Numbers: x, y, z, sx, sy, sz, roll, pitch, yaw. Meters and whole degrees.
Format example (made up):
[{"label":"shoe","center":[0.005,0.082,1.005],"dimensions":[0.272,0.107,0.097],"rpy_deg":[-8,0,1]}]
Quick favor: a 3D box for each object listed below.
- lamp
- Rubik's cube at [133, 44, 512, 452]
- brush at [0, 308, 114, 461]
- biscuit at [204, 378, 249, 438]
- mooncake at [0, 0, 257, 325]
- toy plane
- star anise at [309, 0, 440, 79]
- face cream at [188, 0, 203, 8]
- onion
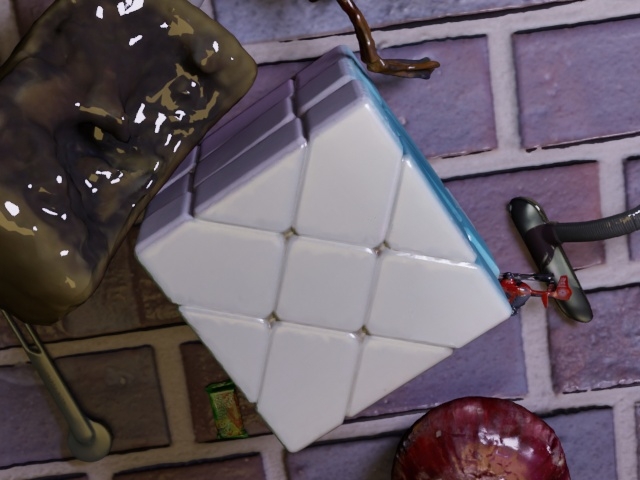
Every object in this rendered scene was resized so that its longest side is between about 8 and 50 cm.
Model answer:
[{"label":"lamp","center":[0.414,-0.002,1.708],"dimensions":[0.283,0.124,0.203],"rpy_deg":[-22,118,8]},{"label":"Rubik's cube","center":[0.000,0.000,1.582],"dimensions":[0.319,0.316,0.322],"rpy_deg":[-34,106,8]},{"label":"brush","center":[-0.363,0.186,1.784],"dimensions":[0.062,0.027,0.266],"rpy_deg":[-26,104,6]},{"label":"biscuit","center":[-0.129,0.236,1.813],"dimensions":[0.046,0.016,0.089],"rpy_deg":[-11,109,1]},{"label":"mooncake","center":[-0.277,-0.104,1.461],"dimensions":[0.246,0.394,0.393],"rpy_deg":[36,107,-9]},{"label":"toy plane","center":[0.263,0.068,1.746],"dimensions":[0.145,0.037,0.060],"rpy_deg":[2,110,24]},{"label":"star anise","center":[0.044,-0.325,1.539],"dimensions":[0.237,0.148,0.346],"rpy_deg":[-24,124,13]},{"label":"face cream","center":[-0.202,-0.297,1.596],"dimensions":[0.143,0.089,0.314],"rpy_deg":[35,112,-15]},{"label":"onion","center":[0.215,0.322,1.772],"dimensions":[0.246,0.190,0.246],"rpy_deg":[6,109,16]}]
